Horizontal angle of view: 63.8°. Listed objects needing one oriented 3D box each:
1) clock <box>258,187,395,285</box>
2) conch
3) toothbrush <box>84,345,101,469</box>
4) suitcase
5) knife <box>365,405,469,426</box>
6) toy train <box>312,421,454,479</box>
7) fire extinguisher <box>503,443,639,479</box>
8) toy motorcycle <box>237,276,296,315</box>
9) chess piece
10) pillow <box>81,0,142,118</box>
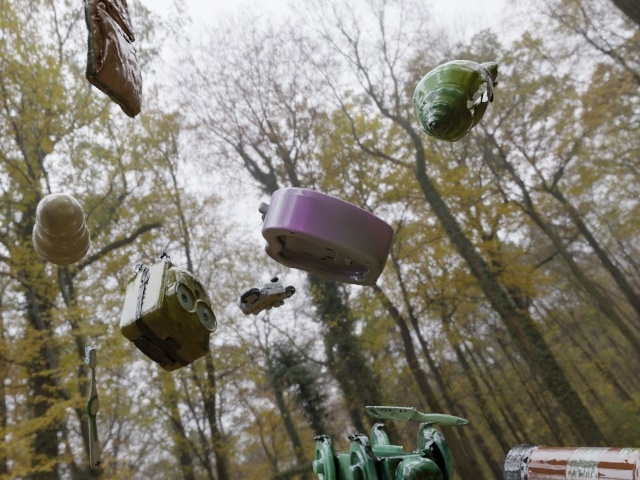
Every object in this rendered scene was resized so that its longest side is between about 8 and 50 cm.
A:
[{"bbox_3d":[0.000,0.000,1.194,0.339,0.102,0.338,16,-18,5],"label":"clock"},{"bbox_3d":[0.162,-0.164,0.612,0.201,0.080,0.094,-23,-43,-50],"label":"conch"},{"bbox_3d":[-0.530,0.395,1.200,0.030,0.030,0.303,-4,-80,-31],"label":"toothbrush"},{"bbox_3d":[-0.338,0.159,1.174,0.143,0.234,0.194,-26,-52,11],"label":"suitcase"},{"bbox_3d":[0.267,0.491,1.444,0.293,0.043,0.020,-2,-2,22],"label":"knife"},{"bbox_3d":[0.080,0.333,0.635,0.120,0.202,0.301,-7,-17,-19],"label":"toy train"},{"bbox_3d":[0.469,0.421,0.819,0.113,0.200,0.376,25,-30,-20],"label":"fire extinguisher"},{"bbox_3d":[-0.183,0.187,1.618,0.151,0.074,0.229,-45,-26,28],"label":"toy motorcycle"},{"bbox_3d":[-0.742,-0.045,1.477,0.167,0.166,0.300,-6,-15,-28],"label":"chess piece"},{"bbox_3d":[-0.284,-0.291,0.696,0.043,0.232,0.126,-12,-12,0],"label":"pillow"}]
